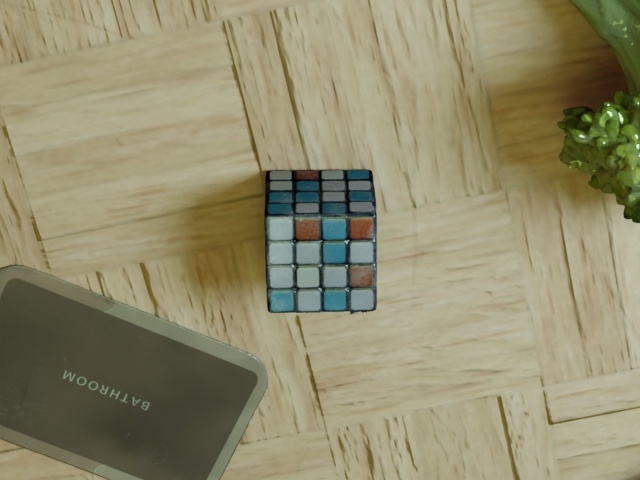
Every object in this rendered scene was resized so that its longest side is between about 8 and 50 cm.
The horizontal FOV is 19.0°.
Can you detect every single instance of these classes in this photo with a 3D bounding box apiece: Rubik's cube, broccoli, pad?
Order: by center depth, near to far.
[{"bbox_3d":[0.294,-0.132,1.508,0.247,0.263,0.243,-40,86,-17],"label":"broccoli"},{"bbox_3d":[0.000,0.000,1.597,0.092,0.092,0.092,0,117,0],"label":"Rubik's cube"},{"bbox_3d":[-0.193,0.133,1.710,0.266,0.002,0.176,22,114,-11],"label":"pad"}]
